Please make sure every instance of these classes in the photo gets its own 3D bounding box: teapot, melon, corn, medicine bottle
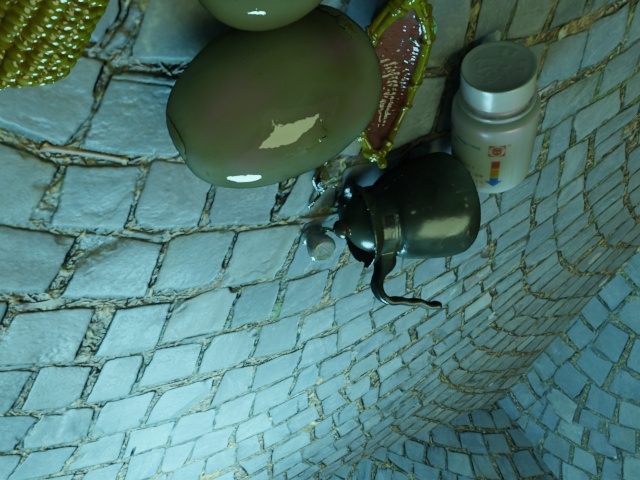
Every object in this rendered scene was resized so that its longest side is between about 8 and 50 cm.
[{"bbox_3d":[0.000,0.000,1.273,0.083,0.064,0.064,-42,140,2],"label":"teapot"},{"bbox_3d":[-0.059,-0.200,0.823,0.317,0.223,0.223,-28,146,-8],"label":"melon"},{"bbox_3d":[-0.252,-0.318,0.588,0.144,0.143,0.387,2,135,-43],"label":"corn"},{"bbox_3d":[0.161,-0.019,1.243,0.286,0.223,0.305,-13,119,-16],"label":"teapot"},{"bbox_3d":[0.349,-0.239,1.181,0.170,0.170,0.293,-30,148,-7],"label":"medicine bottle"}]

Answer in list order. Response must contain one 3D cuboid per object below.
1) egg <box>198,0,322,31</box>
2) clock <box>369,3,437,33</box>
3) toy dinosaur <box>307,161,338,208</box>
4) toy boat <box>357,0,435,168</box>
[{"bbox_3d":[-0.053,-0.356,0.667,0.186,0.186,0.241,18,111,-51],"label":"egg"},{"bbox_3d":[0.124,-0.337,0.977,0.135,0.041,0.101,-46,145,16],"label":"clock"},{"bbox_3d":[0.011,-0.123,1.152,0.058,0.037,0.180,-24,146,-25],"label":"toy dinosaur"},{"bbox_3d":[0.109,-0.264,0.937,0.141,0.099,0.317,-14,142,-18],"label":"toy boat"}]
